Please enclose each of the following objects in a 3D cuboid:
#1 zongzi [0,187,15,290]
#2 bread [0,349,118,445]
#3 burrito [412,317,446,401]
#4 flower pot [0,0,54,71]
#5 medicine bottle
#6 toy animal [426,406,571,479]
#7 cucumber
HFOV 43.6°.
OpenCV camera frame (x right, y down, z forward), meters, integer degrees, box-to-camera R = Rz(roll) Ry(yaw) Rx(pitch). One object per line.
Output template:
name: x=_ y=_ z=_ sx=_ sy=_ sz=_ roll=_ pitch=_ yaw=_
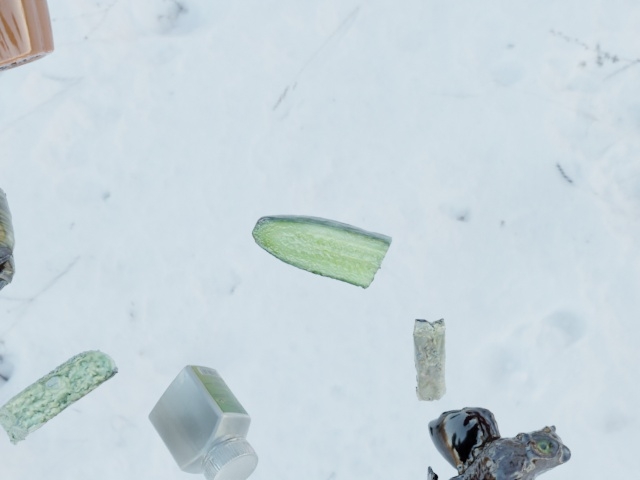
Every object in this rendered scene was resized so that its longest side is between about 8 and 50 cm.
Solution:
zongzi: x=-0.453 y=-0.056 z=0.725 sx=0.289 sy=0.318 sz=0.154 roll=-13 pitch=47 yaw=-12
bread: x=-0.410 y=0.238 z=1.181 sx=0.232 sy=0.172 sz=0.064 roll=-37 pitch=89 yaw=17
burrito: x=0.167 y=0.182 z=1.222 sx=0.051 sy=0.171 sz=0.042 roll=-7 pitch=32 yaw=1
flower pot: x=-0.545 y=-0.384 z=1.361 sx=0.190 sy=0.190 sz=0.173 roll=-24 pitch=103 yaw=-9
medicine bottle: x=-0.189 y=0.317 z=1.332 sx=0.132 sy=0.088 sz=0.188 roll=-52 pitch=54 yaw=11
toy animal: x=0.213 y=0.288 z=0.962 sx=0.179 sy=0.116 sz=0.218 roll=-26 pitch=44 yaw=4
cucumber: x=0.000 y=0.000 z=1.432 sx=0.243 sy=0.115 sz=0.063 roll=17 pitch=33 yaw=3
